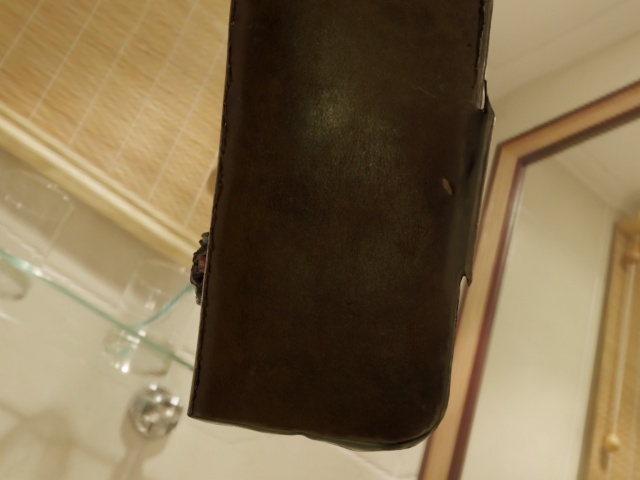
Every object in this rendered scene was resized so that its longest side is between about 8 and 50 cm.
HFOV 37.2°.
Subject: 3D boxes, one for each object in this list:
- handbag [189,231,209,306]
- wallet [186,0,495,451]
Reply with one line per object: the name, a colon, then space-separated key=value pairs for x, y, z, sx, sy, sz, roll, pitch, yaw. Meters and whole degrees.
handbag: x=0.000 y=0.000 z=0.909 sx=0.260 sy=0.113 sz=0.162 roll=-17 pitch=0 yaw=7
wallet: x=0.012 y=-0.027 z=0.464 sx=0.137 sy=0.256 sz=0.031 roll=7 pitch=2 yaw=6
